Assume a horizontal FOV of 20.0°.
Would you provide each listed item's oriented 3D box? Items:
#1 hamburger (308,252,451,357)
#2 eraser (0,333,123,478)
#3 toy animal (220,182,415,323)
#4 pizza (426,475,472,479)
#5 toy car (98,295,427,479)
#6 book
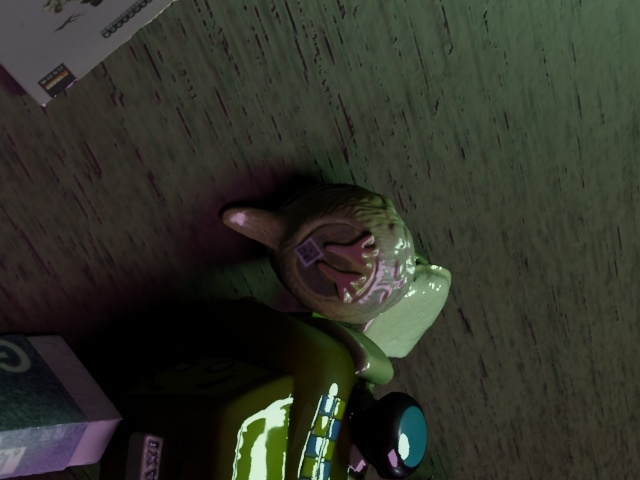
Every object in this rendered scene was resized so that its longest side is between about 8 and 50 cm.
[{"bbox_3d":[0.055,0.044,1.369,0.084,0.054,0.121,-54,148,11],"label":"hamburger"},{"bbox_3d":[-0.231,0.105,1.105,0.212,0.092,0.046,-1,129,-45],"label":"eraser"},{"bbox_3d":[0.000,0.000,1.248,0.098,0.137,0.098,-158,-90,-90],"label":"toy animal"},{"bbox_3d":[0.096,0.288,1.684,0.147,0.069,0.226,-16,141,0],"label":"pizza"},{"bbox_3d":[-0.062,0.158,1.211,0.198,0.204,0.248,25,67,-54],"label":"toy car"},{"bbox_3d":[-0.144,-0.156,0.964,0.127,0.014,0.181,-41,147,-2],"label":"book"}]
